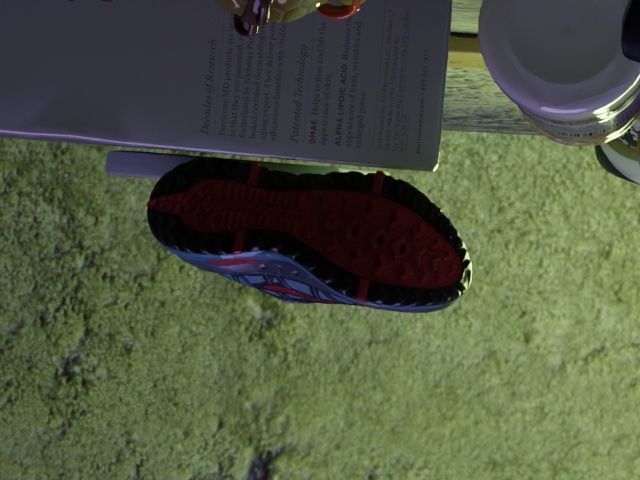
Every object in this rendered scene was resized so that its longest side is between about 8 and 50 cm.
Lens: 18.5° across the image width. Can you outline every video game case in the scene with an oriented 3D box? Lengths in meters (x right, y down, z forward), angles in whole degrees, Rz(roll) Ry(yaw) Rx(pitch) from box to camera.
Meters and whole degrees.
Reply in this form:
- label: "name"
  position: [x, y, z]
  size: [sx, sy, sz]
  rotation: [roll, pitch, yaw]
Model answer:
- label: "video game case"
  position: [-0.058, -0.058, 1.681]
  size: [0.201, 0.023, 0.183]
  rotation: [4, -178, 15]

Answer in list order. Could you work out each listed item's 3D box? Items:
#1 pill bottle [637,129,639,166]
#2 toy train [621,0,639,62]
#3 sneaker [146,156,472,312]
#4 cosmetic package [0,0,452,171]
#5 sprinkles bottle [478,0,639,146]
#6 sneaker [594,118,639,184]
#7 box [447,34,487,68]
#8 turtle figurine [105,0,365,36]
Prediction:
- label: "pill bottle"
  position: [0.319, -0.092, 1.578]
  size: [0.117, 0.117, 0.208]
  rotation: [4, 151, -1]
- label: "toy train"
  position: [0.332, -0.076, 1.068]
  size: [0.334, 0.142, 0.190]
  rotation: [21, -163, 23]
- label: "sneaker"
  position: [0.000, 0.000, 1.563]
  size: [0.262, 0.104, 0.125]
  rotation: [15, 166, 16]
- label: "cosmetic package"
  position: [-0.101, -0.145, 1.590]
  size: [0.385, 0.156, 0.217]
  rotation: [3, -178, -5]
- label: "sprinkles bottle"
  position: [0.192, -0.140, 1.491]
  size: [0.121, 0.121, 0.355]
  rotation: [4, 180, 9]
- label: "sneaker"
  position: [0.401, -0.123, 1.672]
  size: [0.410, 0.158, 0.182]
  rotation: [-1, 159, 29]
- label: "box"
  position: [0.193, -0.186, 1.987]
  size: [0.201, 0.021, 0.164]
  rotation: [4, 179, 9]
- label: "turtle figurine"
  position: [-0.054, -0.178, 1.293]
  size: [0.217, 0.087, 0.269]
  rotation: [5, 180, -14]
